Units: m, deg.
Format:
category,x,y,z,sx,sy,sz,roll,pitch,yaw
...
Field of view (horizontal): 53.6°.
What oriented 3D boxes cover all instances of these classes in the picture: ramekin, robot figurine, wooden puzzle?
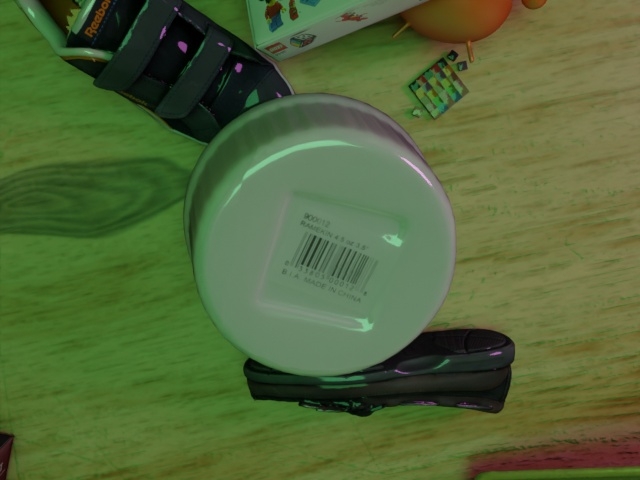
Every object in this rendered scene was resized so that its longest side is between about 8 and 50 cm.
category,x,y,z,sx,sy,sz,roll,pitch,yaw
ramekin,0.000,0.000,0.633,0.278,0.135,0.277,-3,110,-7
robot figurine,0.146,-0.297,0.634,0.158,0.128,0.219,13,98,-39
wooden puzzle,0.133,-0.170,0.709,0.083,0.006,0.049,-39,97,3

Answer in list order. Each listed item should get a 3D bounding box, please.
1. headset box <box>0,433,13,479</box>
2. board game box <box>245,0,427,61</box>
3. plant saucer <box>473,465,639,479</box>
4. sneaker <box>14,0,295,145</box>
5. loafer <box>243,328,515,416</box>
category,x,y,z,sx,sy,sz,roll,pitch,yaw
headset box,-0.485,0.321,0.696,0.218,0.110,0.293,12,97,-4
board game box,0.061,-0.310,0.577,0.306,0.053,0.192,-14,81,26
plant saucer,0.363,0.404,0.697,0.333,0.081,0.332,-10,86,21
sneaker,-0.169,-0.190,0.637,0.321,0.127,0.126,29,94,-7
loafer,0.069,0.163,0.704,0.303,0.109,0.095,-5,102,-5
